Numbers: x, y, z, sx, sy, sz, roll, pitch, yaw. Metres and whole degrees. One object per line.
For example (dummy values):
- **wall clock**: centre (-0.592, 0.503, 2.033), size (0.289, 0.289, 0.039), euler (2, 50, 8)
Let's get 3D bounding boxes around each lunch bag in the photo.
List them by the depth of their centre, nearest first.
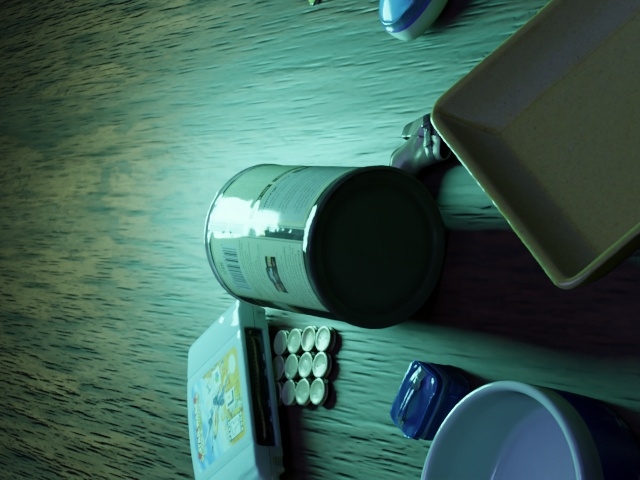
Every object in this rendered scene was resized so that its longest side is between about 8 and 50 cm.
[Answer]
- **lunch bag**: centre (0.126, 0.196, 1.774), size (0.067, 0.065, 0.098), euler (42, 115, 54)

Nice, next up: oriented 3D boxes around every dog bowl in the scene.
- **dog bowl**: centre (0.223, 0.286, 1.560), size (0.265, 0.104, 0.264), euler (-26, 58, 51)

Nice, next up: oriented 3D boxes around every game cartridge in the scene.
- **game cartridge**: centre (-0.130, 0.251, 2.149), size (0.198, 0.062, 0.297), euler (-41, 47, 44)

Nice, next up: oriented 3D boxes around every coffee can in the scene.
- **coffee can**: centre (0.000, 0.000, 1.907), size (0.275, 0.202, 0.201), euler (7, 85, 58)

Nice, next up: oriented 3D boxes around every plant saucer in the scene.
- **plant saucer**: centre (0.315, -0.134, 1.502), size (0.333, 0.081, 0.332), euler (-41, 43, 9)

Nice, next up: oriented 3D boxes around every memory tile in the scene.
- **memory tile**: centre (-0.027, 0.177, 2.065), size (0.148, 0.012, 0.113), euler (-11, 70, 56)

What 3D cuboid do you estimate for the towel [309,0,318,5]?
- **towel**: centre (-0.007, -0.400, 2.230), size (0.060, 0.009, 0.083), euler (-55, 38, 32)

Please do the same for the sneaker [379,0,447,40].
- **sneaker**: centre (0.077, -0.440, 1.901), size (0.130, 0.236, 0.322), euler (37, 110, 55)

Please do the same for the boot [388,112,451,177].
- **boot**: centre (0.132, -0.108, 1.891), size (0.087, 0.042, 0.118), euler (5, 85, 54)
